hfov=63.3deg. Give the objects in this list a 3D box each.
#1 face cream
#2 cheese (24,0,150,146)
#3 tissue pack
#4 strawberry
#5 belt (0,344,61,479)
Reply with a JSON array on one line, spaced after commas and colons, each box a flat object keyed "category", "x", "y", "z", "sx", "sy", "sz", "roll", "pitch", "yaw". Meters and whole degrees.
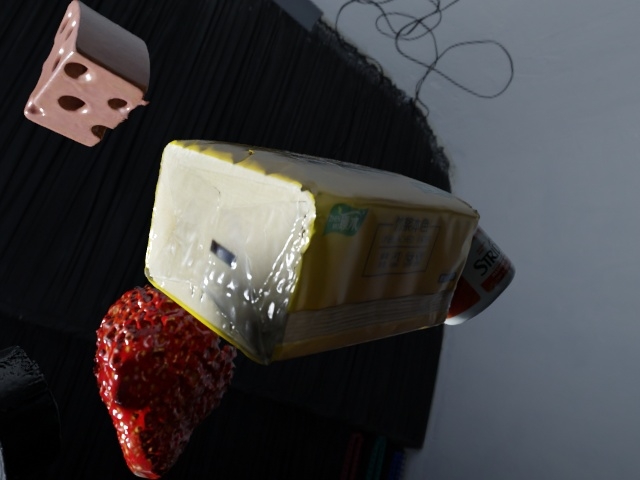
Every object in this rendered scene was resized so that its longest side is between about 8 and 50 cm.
[{"category": "face cream", "x": 0.297, "y": 0.057, "z": 1.153, "sx": 0.187, "sy": 0.201, "sz": 0.201, "roll": 48, "pitch": 157, "yaw": 1}, {"category": "cheese", "x": -0.353, "y": -0.280, "z": 0.823, "sx": 0.128, "sy": 0.177, "sz": 0.202, "roll": 24, "pitch": 147, "yaw": -38}, {"category": "tissue pack", "x": 0.000, "y": 0.000, "z": 0.736, "sx": 0.293, "sy": 0.229, "sz": 0.381, "roll": 23, "pitch": -166, "yaw": 40}, {"category": "strawberry", "x": -0.281, "y": 0.226, "z": 0.882, "sx": 0.261, "sy": 0.258, "sz": 0.261, "roll": 30, "pitch": 148, "yaw": 21}, {"category": "belt", "x": -0.393, "y": 0.221, "z": 0.650, "sx": 0.151, "sy": 0.078, "sz": 0.199, "roll": 44, "pitch": 132, "yaw": 23}]
